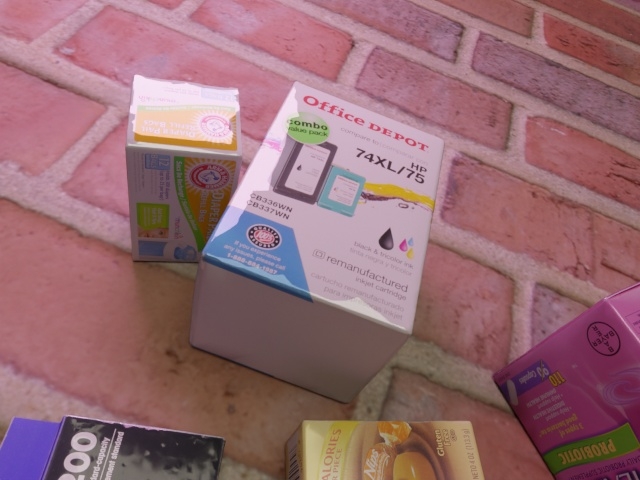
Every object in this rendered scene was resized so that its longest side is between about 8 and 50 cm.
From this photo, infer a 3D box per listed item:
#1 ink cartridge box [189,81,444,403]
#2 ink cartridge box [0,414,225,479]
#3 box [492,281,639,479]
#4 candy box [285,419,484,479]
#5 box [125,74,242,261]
[{"bbox_3d":[0.000,0.000,0.582,0.198,0.197,0.270,21,52,-2],"label":"ink cartridge box"},{"bbox_3d":[-0.202,0.261,0.432,0.208,0.045,0.206,10,54,-8],"label":"ink cartridge box"},{"bbox_3d":[0.342,0.196,0.537,0.117,0.213,0.243,-14,62,-26],"label":"box"},{"bbox_3d":[0.069,0.326,0.440,0.183,0.087,0.316,5,55,-14],"label":"candy box"},{"bbox_3d":[-0.158,-0.070,0.580,0.114,0.203,0.103,2,55,-16],"label":"box"}]
